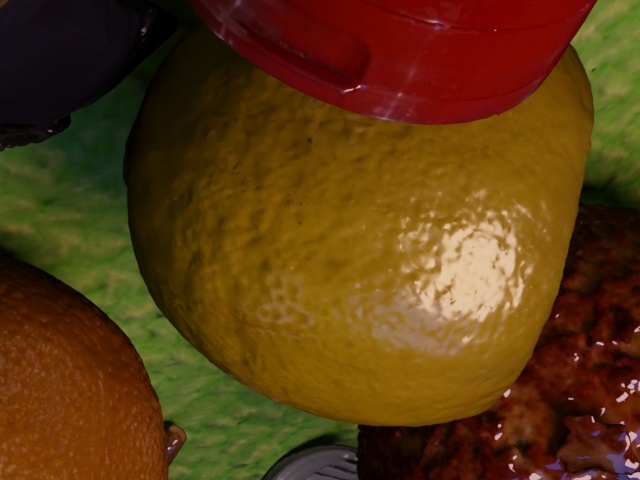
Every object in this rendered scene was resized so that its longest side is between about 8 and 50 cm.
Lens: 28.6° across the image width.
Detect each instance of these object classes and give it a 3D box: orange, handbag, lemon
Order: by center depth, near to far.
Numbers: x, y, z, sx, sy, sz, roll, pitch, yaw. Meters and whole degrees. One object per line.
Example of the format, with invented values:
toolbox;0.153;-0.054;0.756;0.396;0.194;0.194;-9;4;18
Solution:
handbag;-0.198;-0.068;0.560;0.254;0.088;0.211;-22;177;7
lemon;0.009;-0.029;0.645;0.219;0.240;0.240;13;141;-5
orange;-0.223;0.126;0.731;0.264;0.264;0.264;-15;148;-9

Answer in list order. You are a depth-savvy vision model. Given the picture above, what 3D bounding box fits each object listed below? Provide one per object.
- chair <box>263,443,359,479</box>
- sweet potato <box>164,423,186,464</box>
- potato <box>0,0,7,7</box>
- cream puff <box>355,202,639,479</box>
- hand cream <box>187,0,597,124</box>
chair;0.098;0.286;1.242;0.275;0.190;0.203;-3;144;-39
sweet potato;-0.197;0.267;1.124;0.066;0.072;0.314;-13;148;-40
potato;-0.110;-0.194;0.358;0.173;0.140;0.300;16;113;-44
cream puff;0.180;0.089;0.904;0.350;0.228;0.350;-13;-176;1
hand cream;0.037;-0.154;0.503;0.193;0.193;0.125;-4;143;-25
